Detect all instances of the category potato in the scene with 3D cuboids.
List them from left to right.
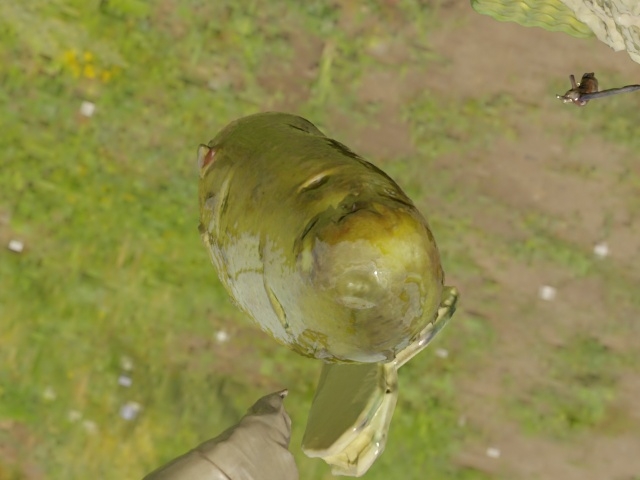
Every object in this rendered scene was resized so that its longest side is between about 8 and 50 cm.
[{"bbox_3d":[0.000,0.000,0.734,0.085,0.105,0.188,-21,-163,-15],"label":"potato"}]

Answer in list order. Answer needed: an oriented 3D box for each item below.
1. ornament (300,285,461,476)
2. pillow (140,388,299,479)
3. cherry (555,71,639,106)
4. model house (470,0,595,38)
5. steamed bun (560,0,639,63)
[{"bbox_3d":[0.039,0.120,1.539,0.059,0.201,0.180,35,162,-17],"label":"ornament"},{"bbox_3d":[-0.051,0.201,1.001,0.067,0.173,0.270,39,161,39],"label":"pillow"},{"bbox_3d":[0.284,-0.119,1.173,0.225,0.107,0.090,12,149,35],"label":"cherry"},{"bbox_3d":[0.202,-0.322,1.545,0.303,0.215,0.237,46,174,7],"label":"model house"},{"bbox_3d":[0.142,-0.155,0.682,0.170,0.200,0.225,-3,150,1],"label":"steamed bun"}]
